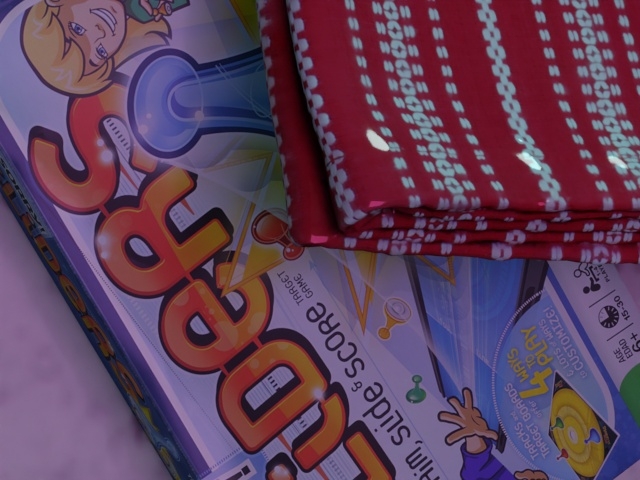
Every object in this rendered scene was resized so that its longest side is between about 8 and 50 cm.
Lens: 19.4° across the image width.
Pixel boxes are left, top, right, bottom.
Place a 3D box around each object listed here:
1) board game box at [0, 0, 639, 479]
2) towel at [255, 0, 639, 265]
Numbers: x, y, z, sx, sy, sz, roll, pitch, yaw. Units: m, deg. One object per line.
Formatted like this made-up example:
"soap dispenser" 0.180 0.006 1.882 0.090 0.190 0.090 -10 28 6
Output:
"board game box" 0.000 0.000 0.510 0.136 0.035 0.201 -34 101 -19
"towel" 0.106 -0.089 0.520 0.275 0.031 0.198 0 72 -27
